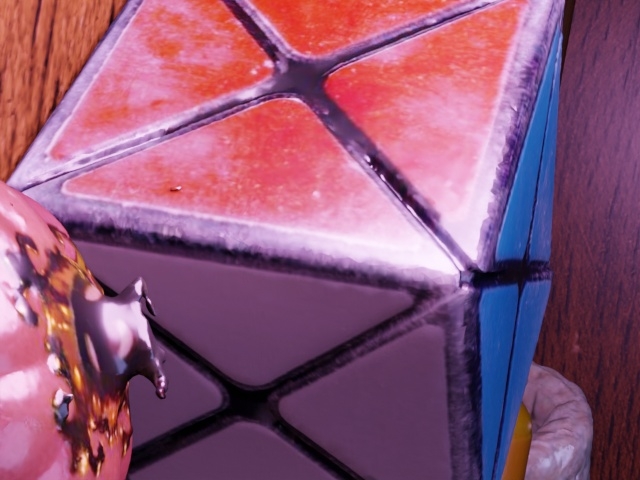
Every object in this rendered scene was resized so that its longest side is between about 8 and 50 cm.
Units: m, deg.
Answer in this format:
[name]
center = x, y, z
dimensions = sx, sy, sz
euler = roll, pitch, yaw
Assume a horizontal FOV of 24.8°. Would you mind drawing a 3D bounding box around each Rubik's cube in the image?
[Rubik's cube]
center = 0.000, 0.000, 0.850
dimensions = 0.260, 0.254, 0.259
euler = 85, 22, -48

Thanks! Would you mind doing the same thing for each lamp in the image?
[lamp]
center = -0.135, 0.054, 0.561
dimensions = 0.182, 0.140, 0.182
euler = -18, 90, -79

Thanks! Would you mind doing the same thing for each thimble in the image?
[thimble]
center = 0.171, 0.258, 1.704
dimensions = 0.291, 0.291, 0.195
euler = -49, 146, -63

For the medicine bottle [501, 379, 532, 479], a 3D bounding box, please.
[medicine bottle]
center = 0.094, 0.200, 1.426
dimensions = 0.224, 0.224, 0.384
euler = 4, 97, -76
